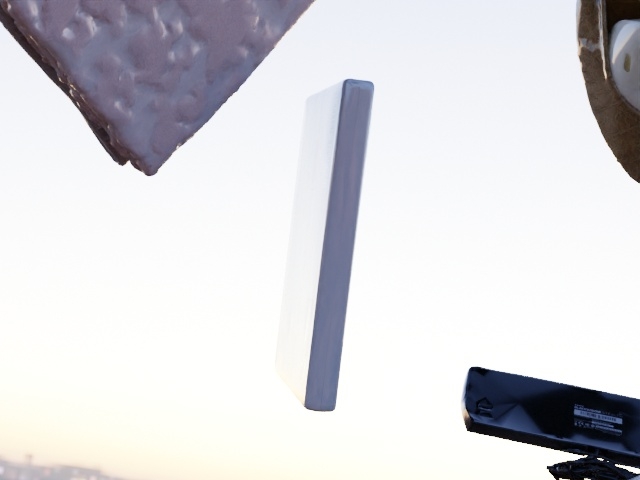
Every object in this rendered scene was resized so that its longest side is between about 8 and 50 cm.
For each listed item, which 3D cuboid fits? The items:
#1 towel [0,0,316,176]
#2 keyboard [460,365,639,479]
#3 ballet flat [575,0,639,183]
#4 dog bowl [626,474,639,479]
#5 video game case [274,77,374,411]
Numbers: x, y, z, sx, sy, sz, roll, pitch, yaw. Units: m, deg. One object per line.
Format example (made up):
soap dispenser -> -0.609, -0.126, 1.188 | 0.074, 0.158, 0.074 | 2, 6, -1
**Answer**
towel -> -0.096, -0.250, 0.910 | 0.053, 0.317, 0.332 | 26, -21, 41
keyboard -> 0.189, 0.143, 1.013 | 0.192, 0.038, 0.100 | 11, 31, 5
ballet flat -> 0.249, -0.200, 1.063 | 0.116, 0.342, 0.124 | -4, 9, -1
dog bowl -> 0.283, 0.302, 0.779 | 0.408, 0.408, 0.150 | 11, -26, -13
video game case -> 0.000, 0.000, 1.078 | 0.026, 0.227, 0.206 | 6, 1, -8
